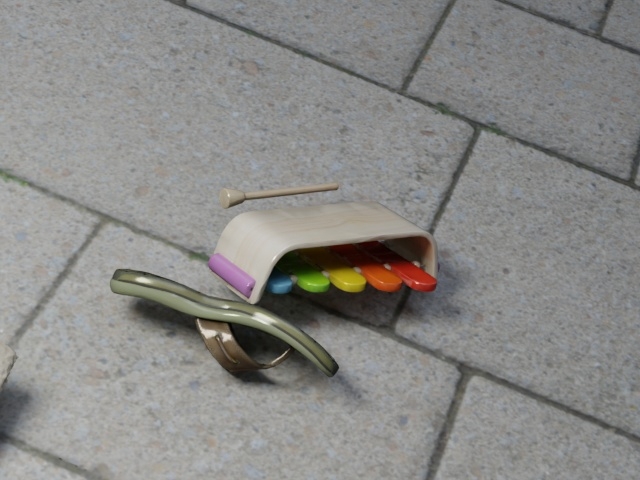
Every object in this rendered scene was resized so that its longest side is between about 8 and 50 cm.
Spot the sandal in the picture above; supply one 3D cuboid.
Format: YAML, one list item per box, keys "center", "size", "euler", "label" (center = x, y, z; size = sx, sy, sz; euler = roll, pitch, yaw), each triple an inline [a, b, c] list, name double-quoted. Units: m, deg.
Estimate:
- center: [-0.121, 0.114, 1.704]
  size: [0.302, 0.120, 0.086]
  euler: [18, 84, 6]
  label: "sandal"

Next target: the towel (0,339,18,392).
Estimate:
- center: [-0.446, 0.183, 1.453]
  size: [0.187, 0.049, 0.282]
  euler: [40, 48, -25]
  label: "towel"

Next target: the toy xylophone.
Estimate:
- center: [0.000, 0.000, 1.834]
  size: [0.322, 0.081, 0.236]
  euler: [-2, 24, -28]
  label: "toy xylophone"
